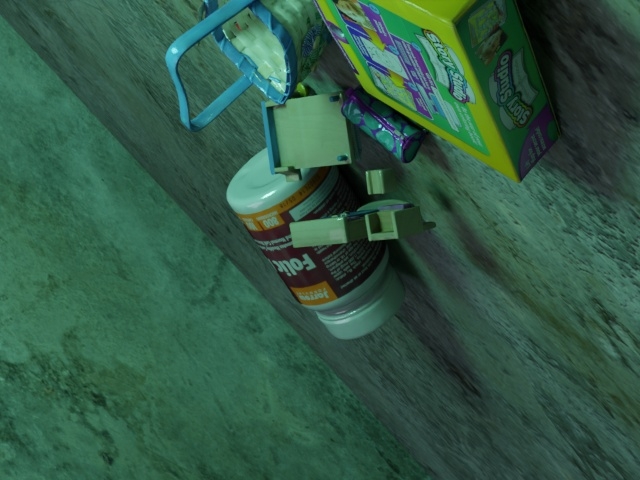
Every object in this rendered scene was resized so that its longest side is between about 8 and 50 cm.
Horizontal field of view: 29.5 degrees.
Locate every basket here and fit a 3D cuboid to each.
[{"bbox_3d":[-0.118,-0.316,1.923,0.201,0.289,0.255,48,167,15],"label":"basket"}]

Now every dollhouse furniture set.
[{"bbox_3d":[0.074,-0.157,2.215,0.286,0.198,0.303,-5,96,44],"label":"dollhouse furniture set"}]

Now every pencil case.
[{"bbox_3d":[0.105,-0.196,2.041,0.151,0.064,0.070,40,178,23],"label":"pencil case"}]

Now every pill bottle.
[{"bbox_3d":[0.000,0.000,2.476,0.392,0.224,0.224,56,162,-26],"label":"pill bottle"}]

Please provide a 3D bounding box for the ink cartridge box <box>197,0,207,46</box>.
[{"bbox_3d":[-0.189,-0.434,2.040,0.045,0.179,0.145,23,162,0],"label":"ink cartridge box"}]

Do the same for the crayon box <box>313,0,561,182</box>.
[{"bbox_3d":[0.141,-0.270,1.626,0.313,0.106,0.363,35,170,34],"label":"crayon box"}]

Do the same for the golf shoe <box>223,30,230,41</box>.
[{"bbox_3d":[-0.110,-0.372,2.186,0.198,0.077,0.094,28,145,32],"label":"golf shoe"}]

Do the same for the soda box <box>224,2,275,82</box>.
[{"bbox_3d":[-0.100,-0.348,2.090,0.169,0.060,0.053,50,134,4],"label":"soda box"}]
